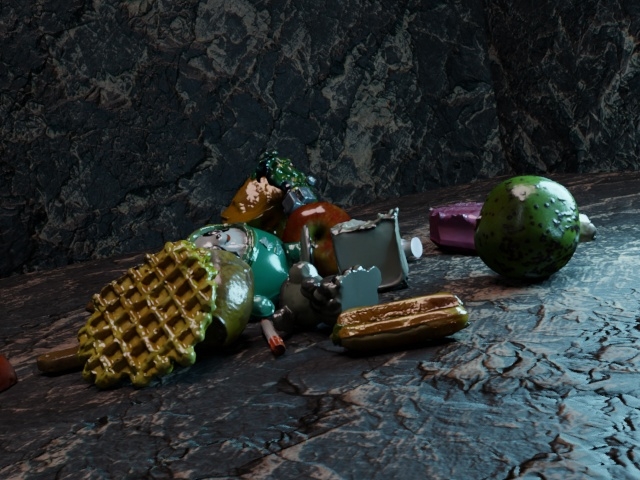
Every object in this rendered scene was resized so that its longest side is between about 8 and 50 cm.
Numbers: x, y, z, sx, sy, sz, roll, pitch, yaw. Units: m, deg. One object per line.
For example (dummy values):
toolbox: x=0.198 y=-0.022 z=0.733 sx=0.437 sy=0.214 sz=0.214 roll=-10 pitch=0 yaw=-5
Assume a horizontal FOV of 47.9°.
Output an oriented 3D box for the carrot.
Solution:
carrot: x=-0.178 y=-0.043 z=2.326 sx=0.242 sy=0.340 sz=0.241 roll=-23 pitch=11 yaw=5

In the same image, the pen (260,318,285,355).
pen: x=-0.099 y=0.194 z=1.458 sx=0.028 sy=0.028 sz=0.239 roll=-11 pitch=7 yaw=-10

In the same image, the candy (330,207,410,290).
candy: x=0.129 y=0.032 z=1.793 sx=0.185 sy=0.195 sz=0.137 roll=-13 pitch=2 yaw=13

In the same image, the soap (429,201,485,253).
soap: x=0.460 y=-0.042 z=2.111 sx=0.220 sy=0.127 sz=0.325 roll=-16 pitch=10 yaw=-33

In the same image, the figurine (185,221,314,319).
figurine: x=-0.191 y=0.071 z=1.764 sx=0.340 sy=0.231 sz=0.323 roll=-2 pitch=42 yaw=-5

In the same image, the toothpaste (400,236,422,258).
toothpaste: x=0.150 y=0.041 z=2.154 sx=0.323 sy=0.066 sz=0.100 roll=-10 pitch=11 yaw=39

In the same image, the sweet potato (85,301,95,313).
sweet potato: x=-0.467 y=0.150 z=1.870 sx=0.337 sy=0.131 sz=0.131 roll=-8 pitch=8 yaw=10

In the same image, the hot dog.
hot dog: x=0.140 y=0.155 z=1.300 sx=0.250 sy=0.076 sz=0.104 roll=-13 pitch=27 yaw=1

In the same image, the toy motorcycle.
toy motorcycle: x=-0.109 y=-0.174 z=2.207 sx=0.187 sy=0.274 sz=0.124 roll=2 pitch=-46 yaw=-40

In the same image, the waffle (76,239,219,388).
waffle: x=-0.335 y=0.141 z=1.389 sx=0.312 sy=0.307 sz=0.060 roll=-13 pitch=-38 yaw=17

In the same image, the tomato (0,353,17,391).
tomato: x=-0.740 y=0.277 z=1.470 sx=0.225 sy=0.085 sz=0.225 roll=-7 pitch=7 yaw=1

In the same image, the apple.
apple: x=0.000 y=0.000 z=2.073 sx=0.230 sy=0.229 sz=0.230 roll=-10 pitch=8 yaw=1

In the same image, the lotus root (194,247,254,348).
lotus root: x=-0.240 y=0.135 z=1.471 sx=0.199 sy=0.188 sz=0.180 roll=11 pitch=28 yaw=-8

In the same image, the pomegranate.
pomegranate: x=0.481 y=-0.027 z=1.625 sx=0.271 sy=0.254 sz=0.254 roll=1 pitch=7 yaw=-3

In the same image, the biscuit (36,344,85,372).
biscuit: x=-0.446 y=0.231 z=1.565 sx=0.320 sy=0.047 sz=0.183 roll=-14 pitch=6 yaw=-26

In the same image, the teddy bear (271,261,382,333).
teddy bear: x=-0.016 y=0.118 z=1.490 sx=0.251 sy=0.144 sz=0.171 roll=-8 pitch=15 yaw=30
